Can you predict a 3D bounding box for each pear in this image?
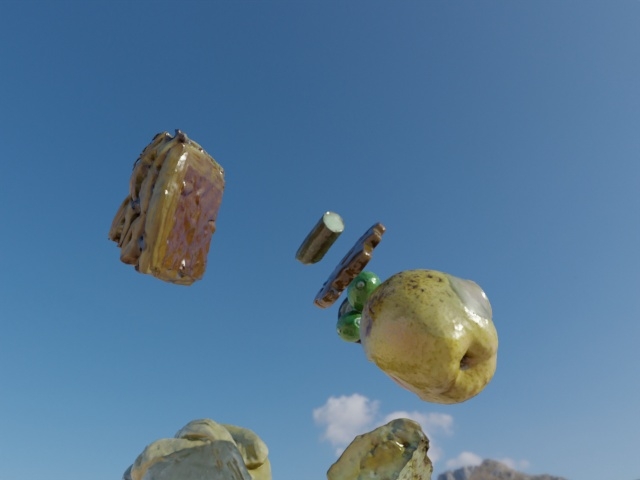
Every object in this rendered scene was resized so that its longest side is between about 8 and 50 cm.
[{"bbox_3d":[0.210,0.190,0.991,0.270,0.271,0.271,-1,-37,0],"label":"pear"}]

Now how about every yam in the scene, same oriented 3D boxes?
[{"bbox_3d":[0.000,0.000,1.268,0.069,0.070,0.147,25,-69,-31],"label":"yam"}]

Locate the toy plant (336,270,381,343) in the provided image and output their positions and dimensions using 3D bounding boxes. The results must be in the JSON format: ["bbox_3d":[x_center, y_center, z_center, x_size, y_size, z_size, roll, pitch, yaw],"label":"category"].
[{"bbox_3d":[0.134,0.217,1.562,0.175,0.218,0.235,16,-15,27],"label":"toy plant"}]

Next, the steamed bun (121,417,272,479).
[{"bbox_3d":[-0.287,0.549,1.213,0.324,0.231,0.372,19,-29,-20],"label":"steamed bun"}]

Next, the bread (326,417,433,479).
[{"bbox_3d":[0.060,0.267,0.517,0.087,0.128,0.232,20,-33,32],"label":"bread"}]

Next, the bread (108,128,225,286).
[{"bbox_3d":[-0.350,-0.069,1.161,0.166,0.325,0.277,8,-10,11],"label":"bread"}]

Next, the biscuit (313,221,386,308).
[{"bbox_3d":[0.079,0.049,1.271,0.043,0.301,0.278,38,-43,0],"label":"biscuit"}]
